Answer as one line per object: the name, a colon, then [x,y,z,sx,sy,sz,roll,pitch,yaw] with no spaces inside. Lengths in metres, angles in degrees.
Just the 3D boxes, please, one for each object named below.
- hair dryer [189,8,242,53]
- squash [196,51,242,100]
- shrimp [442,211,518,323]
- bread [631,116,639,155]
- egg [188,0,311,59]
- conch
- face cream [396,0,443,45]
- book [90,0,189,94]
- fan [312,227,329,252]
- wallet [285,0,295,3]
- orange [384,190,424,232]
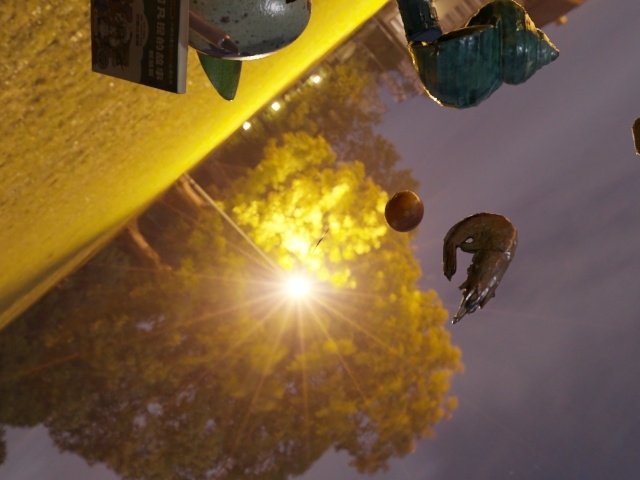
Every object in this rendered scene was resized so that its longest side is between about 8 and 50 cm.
hair dryer: [-0.251,-0.473,1.467,0.053,0.220,0.195,-26,135,-53]
squash: [-0.329,-0.552,2.026,0.111,0.203,0.289,-75,-178,-58]
shrimp: [0.260,0.041,1.208,0.126,0.047,0.223,18,-116,26]
bread: [0.678,-0.214,1.451,0.049,0.088,0.034,-13,-171,-4]
egg: [-0.212,-0.604,1.762,0.379,0.288,0.287,-3,-173,-9]
conch: [0.242,-0.273,1.033,0.202,0.134,0.196,-23,-164,9]
face cream: [0.138,-0.492,1.184,0.163,0.337,0.080,-2,164,-40]
book: [-0.354,-0.405,1.346,0.264,0.202,0.027,21,-155,32]
fan: [0.000,0.000,1.940,0.083,0.004,0.056,-56,178,0]
wallet: [-0.010,-0.459,1.104,0.110,0.031,0.198,-19,-135,32]
orange: [0.160,-0.056,1.341,0.083,0.070,0.083,-43,-155,26]
